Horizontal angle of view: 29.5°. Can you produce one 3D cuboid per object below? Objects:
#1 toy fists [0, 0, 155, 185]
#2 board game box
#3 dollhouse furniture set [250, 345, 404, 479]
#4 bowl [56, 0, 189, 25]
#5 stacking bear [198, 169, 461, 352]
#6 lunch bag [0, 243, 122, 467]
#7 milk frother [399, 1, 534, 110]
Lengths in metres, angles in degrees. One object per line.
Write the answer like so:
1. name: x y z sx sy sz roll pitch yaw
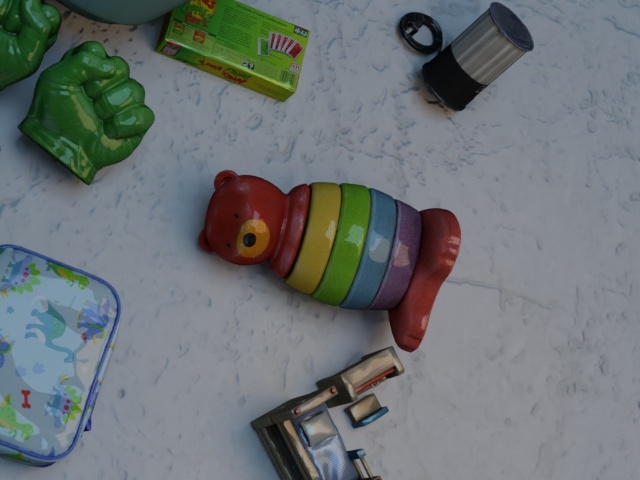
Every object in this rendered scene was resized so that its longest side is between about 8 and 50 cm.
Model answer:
1. toy fists: -0.319 -0.197 1.394 0.279 0.096 0.142 39 83 -10
2. board game box: -0.111 -0.255 1.557 0.181 0.043 0.092 20 68 -20
3. dollhouse furniture set: 0.042 0.223 1.452 0.183 0.129 0.129 -27 89 -28
4. bowl: -0.247 -0.371 1.417 0.311 0.163 0.311 35 29 -23
5. stacking bear: 0.000 0.000 1.481 0.289 0.175 0.164 15 25 -10
6. lunch bag: -0.320 0.129 1.331 0.176 0.090 0.219 22 68 -17
7. milk frother: 0.194 -0.277 1.652 0.143 0.135 0.129 41 33 -13
